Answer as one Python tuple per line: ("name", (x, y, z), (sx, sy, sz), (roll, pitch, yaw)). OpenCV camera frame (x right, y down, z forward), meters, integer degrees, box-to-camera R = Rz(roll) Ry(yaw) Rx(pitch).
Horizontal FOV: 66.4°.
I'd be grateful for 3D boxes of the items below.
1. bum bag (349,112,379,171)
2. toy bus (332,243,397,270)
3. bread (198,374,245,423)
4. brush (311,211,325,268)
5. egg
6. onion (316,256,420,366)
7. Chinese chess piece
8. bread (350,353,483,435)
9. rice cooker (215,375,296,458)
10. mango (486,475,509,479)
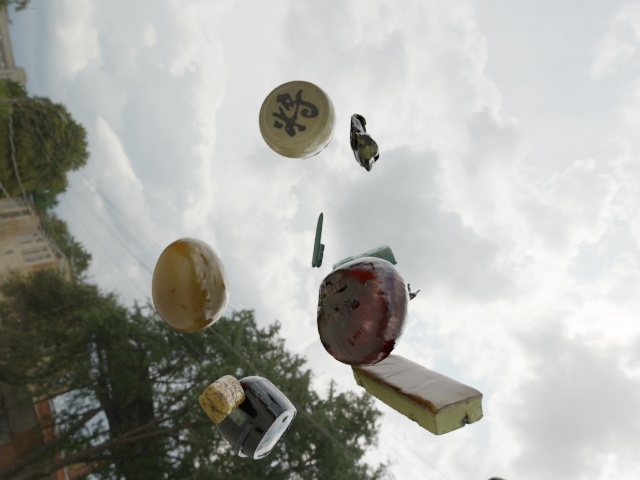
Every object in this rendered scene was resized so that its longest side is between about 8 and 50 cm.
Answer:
("bum bag", (0.109, -0.255, 1.283), (0.232, 0.060, 0.106), (-100, -177, -58))
("toy bus", (0.172, 0.103, 1.949), (0.091, 0.262, 0.109), (-97, 166, -78))
("bread", (-0.306, 0.495, 1.546), (0.114, 0.083, 0.211), (54, 4, 5))
("brush", (0.000, 0.000, 1.578), (0.043, 0.032, 0.193), (-28, -132, 56))
("egg", (-0.432, 0.144, 1.630), (0.250, 0.250, 0.322), (-38, -124, 53))
("onion", (0.123, 0.171, 1.176), (0.273, 0.285, 0.273), (-28, -124, 53))
("Chinese chess piece", (-0.075, -0.393, 1.599), (0.257, 0.257, 0.104), (64, 5, 15))
("bread", (0.221, 0.363, 1.204), (0.361, 0.138, 0.077), (6, -75, 64))
("rice cooker", (-0.239, 0.627, 1.746), (0.224, 0.267, 0.267), (32, -51, 23))
("mango", (0.461, 0.636, 1.071), (0.267, 0.111, 0.133), (54, -48, 16))
